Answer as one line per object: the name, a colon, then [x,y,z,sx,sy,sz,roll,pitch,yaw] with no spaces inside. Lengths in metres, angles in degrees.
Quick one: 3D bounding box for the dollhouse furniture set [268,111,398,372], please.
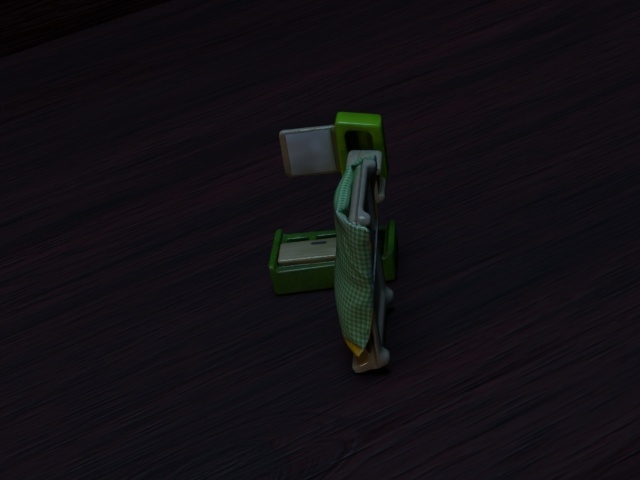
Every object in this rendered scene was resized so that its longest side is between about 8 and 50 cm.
dollhouse furniture set: [0.000,0.000,1.704,0.151,0.197,0.301,-5,28,7]
